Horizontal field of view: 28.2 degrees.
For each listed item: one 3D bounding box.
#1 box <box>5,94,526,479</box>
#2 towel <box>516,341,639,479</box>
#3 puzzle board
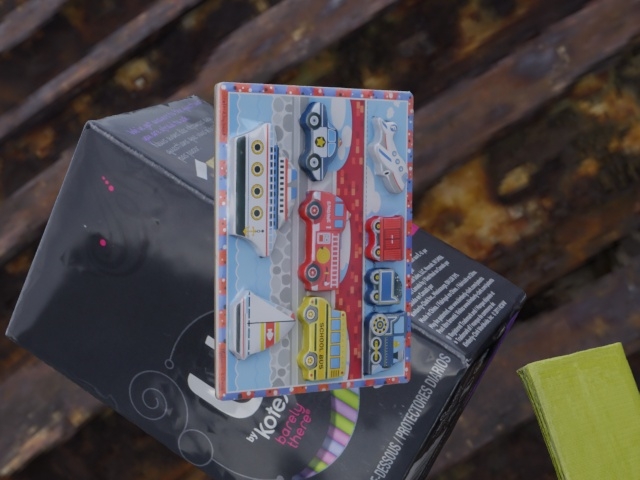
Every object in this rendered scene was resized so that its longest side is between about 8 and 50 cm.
[{"bbox_3d":[-0.035,0.047,0.806,0.165,0.270,0.143,-65,-15,22],"label":"box"},{"bbox_3d":[0.216,0.192,0.899,0.102,0.237,0.021,-7,-18,-35],"label":"towel"},{"bbox_3d":[0.000,0.000,0.531,0.096,0.128,0.011,-2,3,-34],"label":"puzzle board"}]
